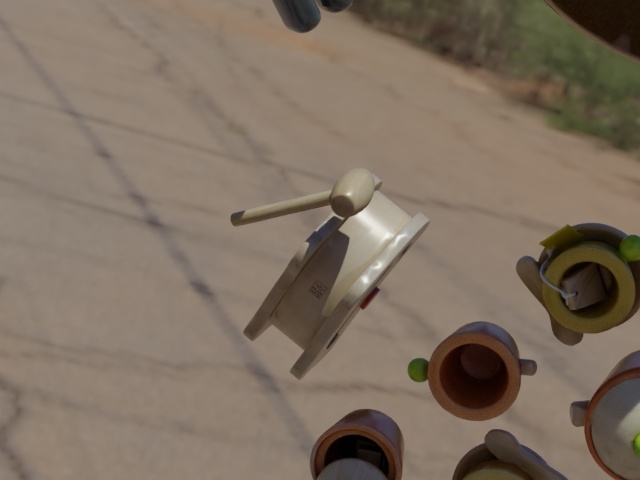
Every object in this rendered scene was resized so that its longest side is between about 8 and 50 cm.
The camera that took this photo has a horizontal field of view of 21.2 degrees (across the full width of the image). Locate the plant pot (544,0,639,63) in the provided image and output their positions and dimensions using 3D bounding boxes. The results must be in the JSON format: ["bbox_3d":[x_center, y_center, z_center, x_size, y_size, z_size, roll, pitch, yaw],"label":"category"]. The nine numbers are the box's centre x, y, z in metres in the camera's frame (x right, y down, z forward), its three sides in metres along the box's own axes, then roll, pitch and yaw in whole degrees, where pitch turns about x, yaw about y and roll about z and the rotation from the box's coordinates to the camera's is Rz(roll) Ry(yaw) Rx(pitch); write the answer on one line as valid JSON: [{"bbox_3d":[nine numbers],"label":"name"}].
[{"bbox_3d":[0.286,-0.272,1.162,0.237,0.254,0.237,22,-20,8],"label":"plant pot"}]

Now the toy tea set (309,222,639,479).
[{"bbox_3d":[0.145,0.147,1.305,0.200,0.336,0.124,51,20,-4],"label":"toy tea set"}]

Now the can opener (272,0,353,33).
[{"bbox_3d":[-0.067,-0.323,1.533,0.076,0.283,0.095,-33,22,-14],"label":"can opener"}]

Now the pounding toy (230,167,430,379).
[{"bbox_3d":[0.000,0.000,1.719,0.155,0.269,0.154,39,43,5],"label":"pounding toy"}]
